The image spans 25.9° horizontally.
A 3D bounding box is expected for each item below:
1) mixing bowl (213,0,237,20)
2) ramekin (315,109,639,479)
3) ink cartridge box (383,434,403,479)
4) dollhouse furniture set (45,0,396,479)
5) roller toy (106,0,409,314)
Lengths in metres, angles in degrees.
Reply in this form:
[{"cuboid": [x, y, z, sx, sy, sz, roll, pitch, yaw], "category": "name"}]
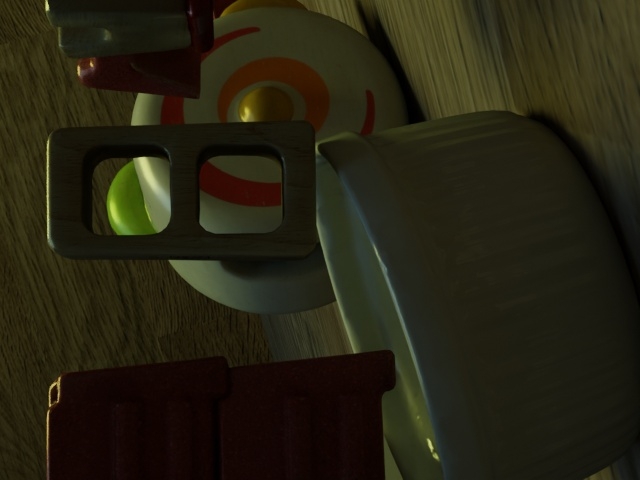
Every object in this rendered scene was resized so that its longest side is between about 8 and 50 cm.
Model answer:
[{"cuboid": [-0.087, -0.174, 1.401, 0.181, 0.098, 0.181, 177, 90, -67], "category": "mixing bowl"}, {"cuboid": [0.077, 0.034, 0.684, 0.207, 0.109, 0.207, 162, 90, -84], "category": "ramekin"}, {"cuboid": [0.019, 0.228, 1.402, 0.232, 0.168, 0.171, 102, 149, -78], "category": "ink cartridge box"}, {"cuboid": [-0.050, -0.001, 0.701, 0.201, 0.152, 0.374, 115, 154, -81], "category": "dollhouse furniture set"}, {"cuboid": [-0.031, -0.060, 0.973, 0.191, 0.209, 0.146, 32, 158, 18], "category": "roller toy"}]
